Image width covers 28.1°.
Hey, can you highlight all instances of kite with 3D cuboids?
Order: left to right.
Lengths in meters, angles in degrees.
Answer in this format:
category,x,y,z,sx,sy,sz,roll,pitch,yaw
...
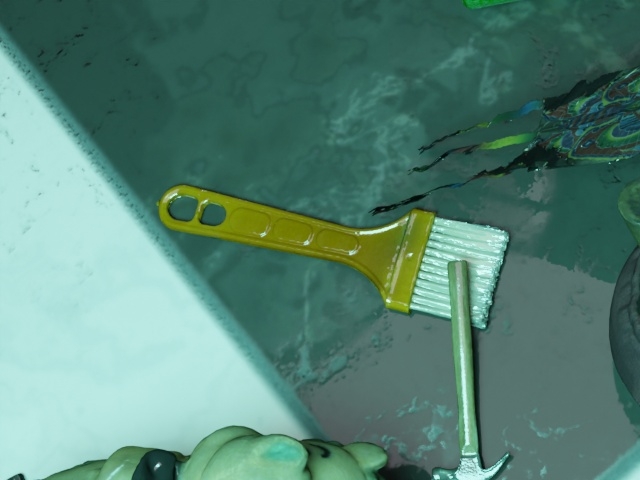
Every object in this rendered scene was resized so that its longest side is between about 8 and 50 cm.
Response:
category,x,y,z,sx,sy,sz,roll,pitch,yaw
kite,0.157,-0.079,0.975,0.285,0.015,0.152,-17,24,43

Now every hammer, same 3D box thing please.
category,x,y,z,sx,sy,sz,roll,pitch,yaw
hammer,0.117,0.106,1.022,0.062,0.017,0.182,-3,83,10

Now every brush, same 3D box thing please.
category,x,y,z,sx,sy,sz,roll,pitch,yaw
brush,0.000,0.000,1.093,0.314,0.017,0.090,13,76,17

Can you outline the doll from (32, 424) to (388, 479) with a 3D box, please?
category,x,y,z,sx,sy,sz,roll,pitch,yaw
doll,-0.094,0.251,0.934,0.349,0.247,0.247,-11,73,3

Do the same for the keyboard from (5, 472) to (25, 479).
category,x,y,z,sx,sy,sz,roll,pitch,yaw
keyboard,-0.314,0.259,1.104,0.155,0.010,0.053,-29,71,5

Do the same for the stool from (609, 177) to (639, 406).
category,x,y,z,sx,sy,sz,roll,pitch,yaw
stool,0.335,0.012,0.871,0.272,0.178,0.272,-7,45,7

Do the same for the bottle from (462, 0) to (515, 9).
category,x,y,z,sx,sy,sz,roll,pitch,yaw
bottle,0.273,-0.267,1.053,0.330,0.093,0.093,-11,73,11
